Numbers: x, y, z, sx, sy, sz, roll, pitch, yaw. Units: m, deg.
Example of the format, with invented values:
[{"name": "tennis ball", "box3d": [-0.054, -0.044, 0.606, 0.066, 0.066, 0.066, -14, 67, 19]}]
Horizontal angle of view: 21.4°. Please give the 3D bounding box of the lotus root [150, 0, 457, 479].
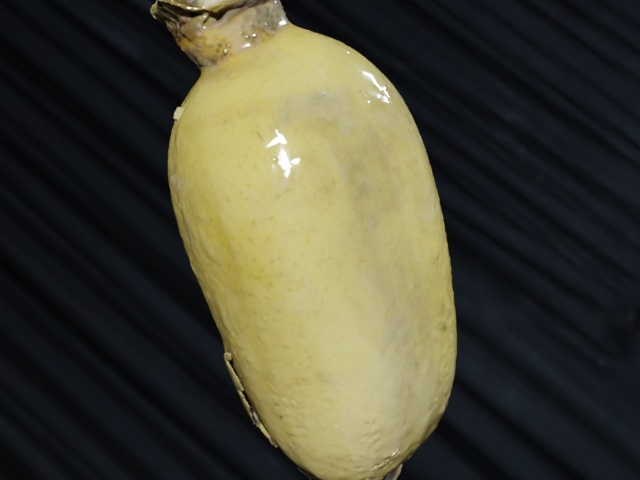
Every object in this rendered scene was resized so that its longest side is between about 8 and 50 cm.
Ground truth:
[{"name": "lotus root", "box3d": [0.001, 0.000, 0.908, 0.131, 0.303, 0.146, -12, 15, 18]}]
